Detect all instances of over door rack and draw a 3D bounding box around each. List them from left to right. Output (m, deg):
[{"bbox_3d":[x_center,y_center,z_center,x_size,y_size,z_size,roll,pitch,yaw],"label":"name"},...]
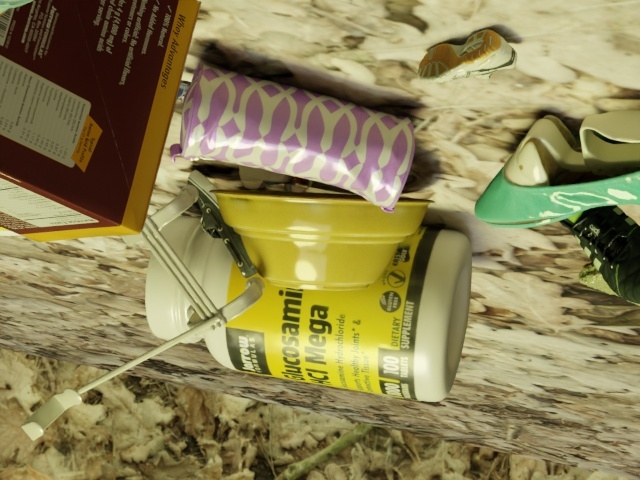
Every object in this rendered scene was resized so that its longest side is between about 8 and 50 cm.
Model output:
[{"bbox_3d":[-0.235,0.024,1.229,0.324,0.108,0.239,-31,100,30],"label":"over door rack"}]

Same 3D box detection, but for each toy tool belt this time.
[{"bbox_3d":[-0.034,-0.072,1.197,0.083,0.052,0.051,5,-167,29],"label":"toy tool belt"}]

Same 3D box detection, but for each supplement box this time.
[{"bbox_3d":[-0.215,-0.120,0.880,0.129,0.191,0.194,-4,158,43],"label":"supplement box"}]

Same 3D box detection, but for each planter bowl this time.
[{"bbox_3d":[0.000,0.000,1.198,0.217,0.090,0.217,2,-177,0],"label":"planter bowl"}]

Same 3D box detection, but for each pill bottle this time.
[{"bbox_3d":[-0.012,0.062,1.366,0.334,0.187,0.188,7,163,14],"label":"pill bottle"}]

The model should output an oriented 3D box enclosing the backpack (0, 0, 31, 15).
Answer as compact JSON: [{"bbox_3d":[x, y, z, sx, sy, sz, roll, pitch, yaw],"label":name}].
[{"bbox_3d":[-0.213,-0.202,0.526,0.191,0.225,0.253,-22,138,29],"label":"backpack"}]

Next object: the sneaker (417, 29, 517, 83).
[{"bbox_3d":[0.108,-0.128,0.917,0.037,0.031,0.083,24,160,-36],"label":"sneaker"}]

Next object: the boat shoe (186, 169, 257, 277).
[{"bbox_3d":[-0.102,-0.019,1.291,0.142,0.040,0.049,47,176,28],"label":"boat shoe"}]

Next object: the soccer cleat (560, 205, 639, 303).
[{"bbox_3d":[0.241,-0.005,1.061,0.072,0.060,0.179,29,-162,-27],"label":"soccer cleat"}]

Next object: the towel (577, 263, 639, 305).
[{"bbox_3d":[0.355,0.041,1.331,0.110,0.027,0.148,18,163,-19],"label":"towel"}]

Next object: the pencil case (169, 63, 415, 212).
[{"bbox_3d":[-0.023,-0.084,1.049,0.206,0.088,0.086,13,-157,-9],"label":"pencil case"}]

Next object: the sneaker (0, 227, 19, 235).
[{"bbox_3d":[-0.388,-0.084,1.286,0.300,0.111,0.121,10,159,-3],"label":"sneaker"}]

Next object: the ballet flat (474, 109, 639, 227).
[{"bbox_3d":[0.216,-0.067,1.001,0.247,0.083,0.087,-5,129,44],"label":"ballet flat"}]
